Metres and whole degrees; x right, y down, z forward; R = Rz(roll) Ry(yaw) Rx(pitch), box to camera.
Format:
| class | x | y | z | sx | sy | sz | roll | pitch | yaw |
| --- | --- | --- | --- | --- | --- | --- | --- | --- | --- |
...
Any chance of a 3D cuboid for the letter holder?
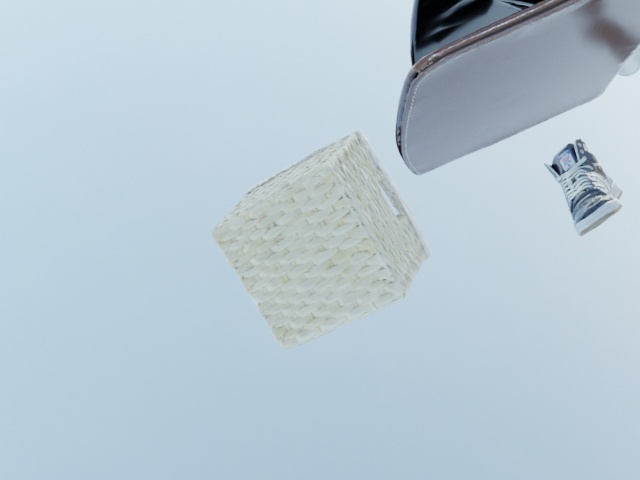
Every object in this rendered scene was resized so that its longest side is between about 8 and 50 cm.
| class | x | y | z | sx | sy | sz | roll | pitch | yaw |
| --- | --- | --- | --- | --- | --- | --- | --- | --- | --- |
| letter holder | 0.130 | -0.181 | 0.556 | 0.214 | 0.302 | 0.152 | -26 | -100 | 4 |

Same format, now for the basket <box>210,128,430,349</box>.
| class | x | y | z | sx | sy | sz | roll | pitch | yaw |
| --- | --- | --- | --- | --- | --- | --- | --- | --- | --- |
| basket | 0.000 | 0.000 | 1.467 | 0.331 | 0.328 | 0.266 | -26 | -169 | 26 |

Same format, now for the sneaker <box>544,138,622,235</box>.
| class | x | y | z | sx | sy | sz | roll | pitch | yaw |
| --- | --- | --- | --- | --- | --- | --- | --- | --- | --- |
| sneaker | 0.518 | -0.112 | 1.398 | 0.099 | 0.282 | 0.153 | -39 | -93 | 30 |

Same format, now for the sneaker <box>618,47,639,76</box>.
| class | x | y | z | sx | sy | sz | roll | pitch | yaw |
| --- | --- | --- | --- | --- | --- | --- | --- | --- | --- |
| sneaker | 0.548 | -0.397 | 1.347 | 0.090 | 0.232 | 0.115 | -27 | -152 | 35 |
